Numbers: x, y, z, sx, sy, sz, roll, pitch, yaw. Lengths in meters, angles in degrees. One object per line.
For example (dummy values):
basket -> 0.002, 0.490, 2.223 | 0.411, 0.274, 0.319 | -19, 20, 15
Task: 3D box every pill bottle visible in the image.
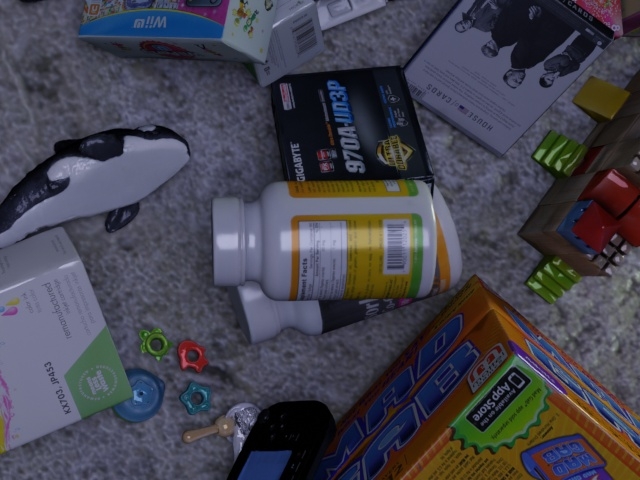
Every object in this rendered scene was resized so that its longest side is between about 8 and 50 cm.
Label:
pill bottle -> 0.000, 0.000, 1.446 | 0.245, 0.136, 0.136 | -1, 89, -6
pill bottle -> 0.023, 0.026, 1.597 | 0.278, 0.162, 0.162 | -19, 92, -10

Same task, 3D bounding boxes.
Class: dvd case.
dvd case -> 0.229, -0.231, 1.623 | 0.179, 0.239, 0.029 | 34, 43, -8

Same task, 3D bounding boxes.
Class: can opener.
can opener -> 0.100, -0.351, 1.659 | 0.280, 0.093, 0.074 | -23, 92, -15

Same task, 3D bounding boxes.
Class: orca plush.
orca plush -> -0.309, -0.075, 1.594 | 0.287, 0.102, 0.151 | -37, 140, 1

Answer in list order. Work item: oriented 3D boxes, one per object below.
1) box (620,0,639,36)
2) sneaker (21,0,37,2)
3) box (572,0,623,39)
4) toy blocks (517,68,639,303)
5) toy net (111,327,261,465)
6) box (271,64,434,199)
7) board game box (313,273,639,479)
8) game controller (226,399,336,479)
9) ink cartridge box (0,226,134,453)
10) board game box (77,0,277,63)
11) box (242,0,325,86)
box -> 0.444, -0.402, 1.657 | 0.117, 0.213, 0.243 | 0, 88, -10
sneaker -> -0.324, -0.347, 1.596 | 0.144, 0.053, 0.059 | -34, 96, -18
box -> 0.309, -0.381, 1.677 | 0.128, 0.122, 0.257 | -4, 90, -11
toy blocks -> 0.411, -0.095, 1.621 | 0.191, 0.261, 0.381 | 38, 83, -8
toy net -> -0.147, 0.207, 1.625 | 0.232, 0.045, 0.122 | 28, 71, -11
box -> 0.036, -0.126, 1.585 | 0.175, 0.051, 0.220 | -5, 47, -5
board game box -> 0.211, 0.318, 1.486 | 0.356, 0.356, 0.356 | 41, 98, -7
game controller -> -0.085, 0.331, 1.498 | 0.067, 0.166, 0.319 | 33, 66, -15
ink cartridge box -> -0.423, 0.150, 1.492 | 0.353, 0.119, 0.207 | -23, 118, -12
board game box -> -0.153, -0.374, 1.542 | 0.224, 0.097, 0.303 | 7, 84, 31
box -> -0.062, -0.271, 1.603 | 0.102, 0.101, 0.087 | -32, 62, -9
